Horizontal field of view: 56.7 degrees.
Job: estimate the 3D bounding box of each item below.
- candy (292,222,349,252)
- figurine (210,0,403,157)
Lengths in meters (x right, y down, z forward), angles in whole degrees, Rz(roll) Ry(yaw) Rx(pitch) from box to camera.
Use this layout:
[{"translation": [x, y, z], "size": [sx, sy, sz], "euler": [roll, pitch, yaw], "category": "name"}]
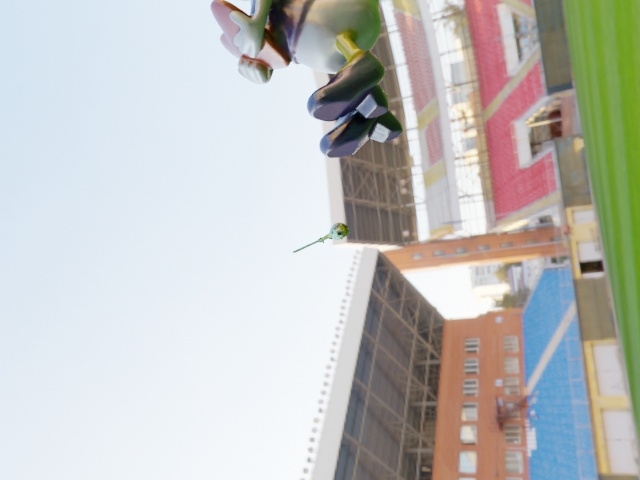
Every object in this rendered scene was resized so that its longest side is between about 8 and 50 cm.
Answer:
[{"translation": [0.000, 0.000, 0.808], "size": [0.023, 0.083, 0.025], "euler": [57, -172, -69], "category": "candy"}, {"translation": [-0.039, -0.296, 0.731], "size": [0.421, 0.193, 0.154], "euler": [48, 172, 14], "category": "figurine"}]
